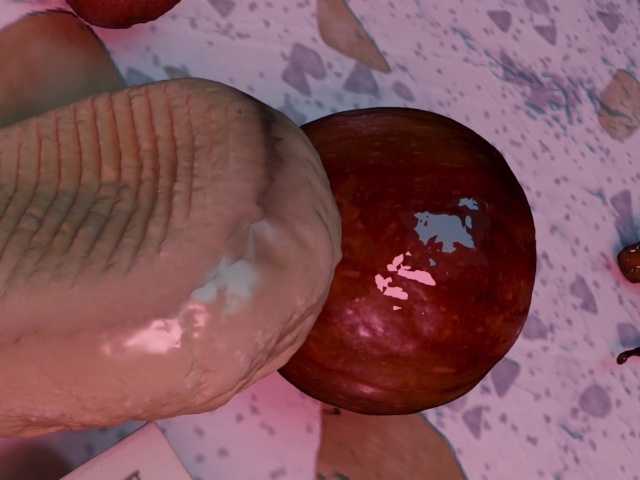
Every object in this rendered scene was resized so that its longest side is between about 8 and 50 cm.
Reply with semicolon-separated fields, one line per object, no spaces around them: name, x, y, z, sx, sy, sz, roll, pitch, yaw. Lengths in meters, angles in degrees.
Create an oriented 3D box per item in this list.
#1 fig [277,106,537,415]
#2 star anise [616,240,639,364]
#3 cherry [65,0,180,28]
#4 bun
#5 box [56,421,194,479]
fig;0.005;0.004;0.660;0.207;0.175;0.175;10;59;-15
star anise;0.259;0.030;0.886;0.097;0.070;0.190;39;44;25
cherry;-0.148;-0.154;0.683;0.225;0.090;0.107;-31;101;-25
bun;-0.089;0.021;0.555;0.222;0.222;0.128;-56;139;-41
box;-0.140;0.241;0.454;0.330;0.095;0.210;-31;85;-41
